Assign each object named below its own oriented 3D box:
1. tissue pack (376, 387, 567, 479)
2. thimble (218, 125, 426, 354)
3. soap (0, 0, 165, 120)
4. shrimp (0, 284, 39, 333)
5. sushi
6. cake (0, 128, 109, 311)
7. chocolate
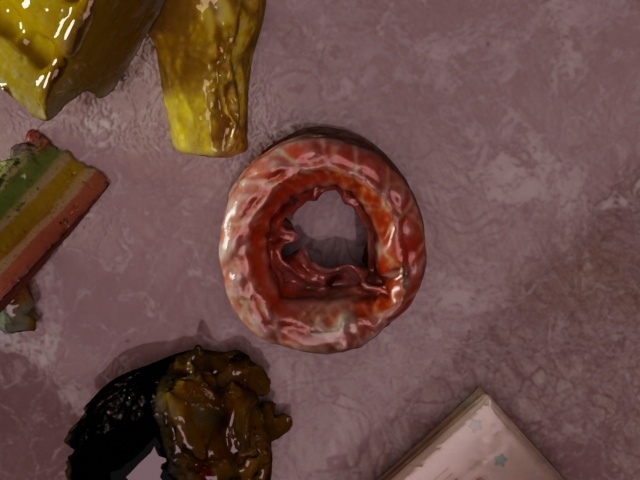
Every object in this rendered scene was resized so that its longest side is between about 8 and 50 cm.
[{"bbox_3d":[0.124,0.340,1.552,0.325,0.071,0.170,-43,96,3],"label":"tissue pack"},{"bbox_3d":[0.000,0.000,1.451,0.239,0.162,0.239,0,97,-2],"label":"thimble"},{"bbox_3d":[-0.306,-0.339,1.313,0.339,0.169,0.304,40,120,9],"label":"soap"},{"bbox_3d":[-0.417,0.073,1.503,0.166,0.049,0.161,-38,95,4],"label":"shrimp"},{"bbox_3d":[-0.150,0.234,1.474,0.204,0.213,0.200,-21,122,14],"label":"sushi"},{"bbox_3d":[-0.345,-0.012,1.467,0.109,0.090,0.225,37,57,-2],"label":"cake"},{"bbox_3d":[-0.117,-0.309,1.405,0.162,0.162,0.445,-2,100,-2],"label":"chocolate"}]
